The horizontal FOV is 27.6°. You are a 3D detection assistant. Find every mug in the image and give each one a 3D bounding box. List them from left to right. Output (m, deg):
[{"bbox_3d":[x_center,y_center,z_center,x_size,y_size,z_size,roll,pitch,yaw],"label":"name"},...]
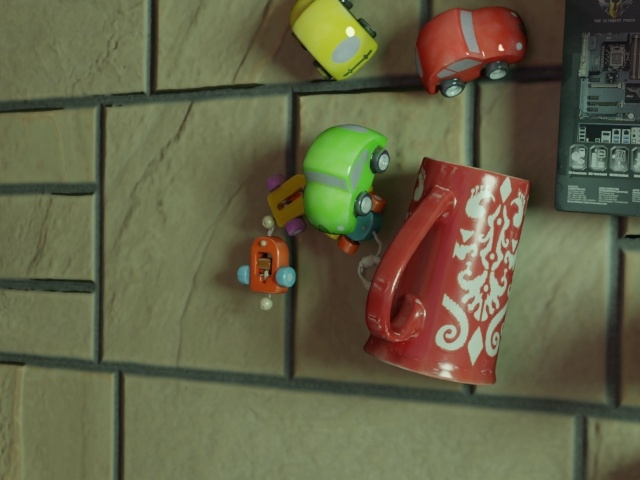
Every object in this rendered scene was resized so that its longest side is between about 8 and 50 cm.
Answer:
[{"bbox_3d":[0.107,0.023,1.057,0.113,0.150,0.169,15,94,8],"label":"mug"}]

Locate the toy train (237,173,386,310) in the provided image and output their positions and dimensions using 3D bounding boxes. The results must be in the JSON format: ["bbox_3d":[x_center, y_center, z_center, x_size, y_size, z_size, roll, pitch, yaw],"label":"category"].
[{"bbox_3d":[0.000,0.000,1.184,0.166,0.046,0.125,-3,90,37],"label":"toy train"}]

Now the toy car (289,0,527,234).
[{"bbox_3d":[0.038,-0.115,1.117,0.239,0.053,0.225,15,81,33],"label":"toy car"}]

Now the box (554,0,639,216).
[{"bbox_3d":[0.295,-0.105,0.976,0.233,0.059,0.183,4,95,33],"label":"box"}]
